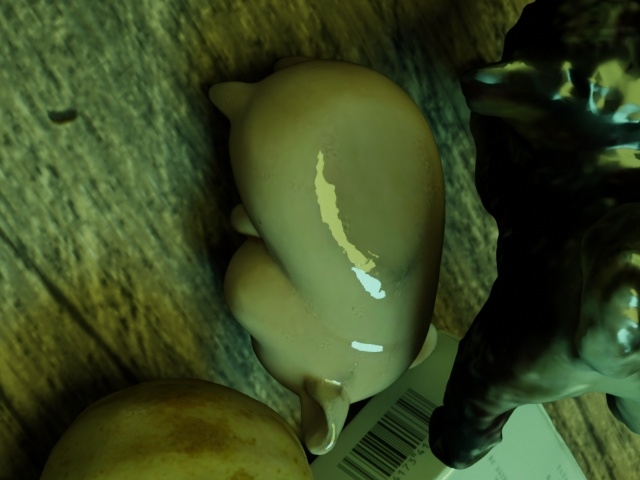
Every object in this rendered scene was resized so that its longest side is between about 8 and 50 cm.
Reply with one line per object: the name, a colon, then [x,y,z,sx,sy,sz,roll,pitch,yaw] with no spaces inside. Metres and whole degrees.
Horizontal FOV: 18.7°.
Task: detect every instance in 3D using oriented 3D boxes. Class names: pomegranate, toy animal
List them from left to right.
pomegranate: [-0.094,0.192,1.287,0.207,0.207,0.207,-11,112,-31]
toy animal: [0.012,-0.002,1.327,0.166,0.154,0.250,-25,121,-35]
toy animal: [0.179,-0.037,1.261,0.194,0.302,0.344,3,70,-1]

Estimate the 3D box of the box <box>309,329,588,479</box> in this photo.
box: [0.058,0.242,1.450,0.299,0.106,0.200,-45,136,-12]
